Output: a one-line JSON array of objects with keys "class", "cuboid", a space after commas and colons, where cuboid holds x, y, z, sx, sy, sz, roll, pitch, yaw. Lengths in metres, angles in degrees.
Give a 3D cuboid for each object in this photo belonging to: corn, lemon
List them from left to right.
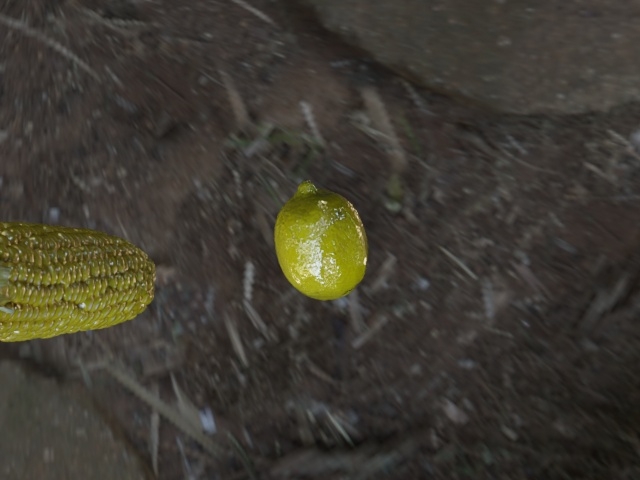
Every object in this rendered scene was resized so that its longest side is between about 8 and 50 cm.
[{"class": "corn", "cuboid": [-0.214, 0.031, 1.404, 0.091, 0.260, 0.091, -31, 74, 23]}, {"class": "lemon", "cuboid": [0.000, 0.000, 1.659, 0.082, 0.082, 0.110, -16, 109, -6]}]
